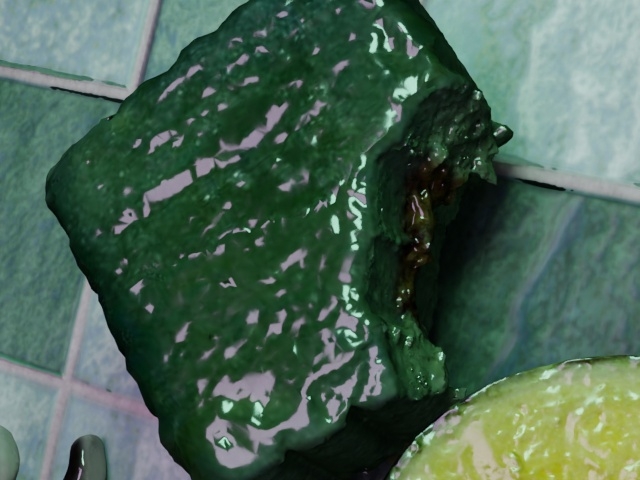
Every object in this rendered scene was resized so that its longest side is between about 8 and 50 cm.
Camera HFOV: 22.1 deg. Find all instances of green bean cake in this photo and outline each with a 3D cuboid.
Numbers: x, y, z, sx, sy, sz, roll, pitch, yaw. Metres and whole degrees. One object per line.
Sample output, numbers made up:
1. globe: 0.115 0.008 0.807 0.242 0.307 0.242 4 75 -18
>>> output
1. green bean cake: 0.000 0.000 1.138 0.300 0.169 0.308 -34 61 10

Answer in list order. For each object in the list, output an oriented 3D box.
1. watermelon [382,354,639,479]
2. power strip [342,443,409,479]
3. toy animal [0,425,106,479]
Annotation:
1. watermelon: 0.174 0.244 1.013 0.330 0.189 0.331 -1 75 6
2. power strip: 0.020 0.159 1.201 0.387 0.066 0.092 35 104 29
3. toy animal: -0.317 0.328 1.308 0.302 0.194 0.344 -18 69 22
